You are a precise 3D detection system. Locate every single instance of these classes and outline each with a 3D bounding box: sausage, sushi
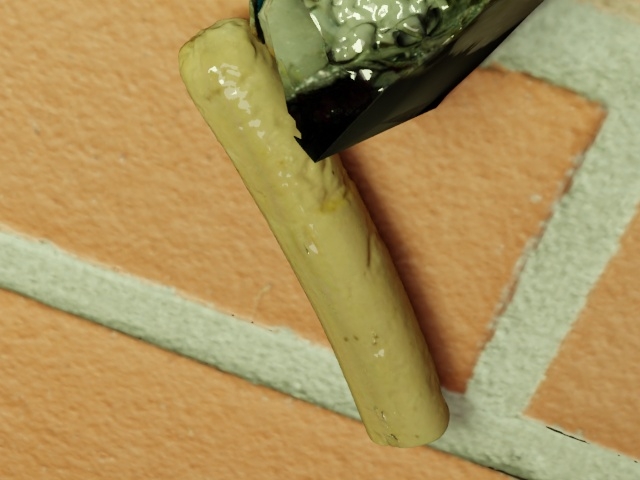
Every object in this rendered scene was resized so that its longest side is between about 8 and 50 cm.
[{"bbox_3d":[0.002,0.000,0.872,0.065,0.066,0.301,-17,119,20],"label":"sausage"},{"bbox_3d":[0.077,-0.170,0.725,0.109,0.134,0.273,51,125,7],"label":"sushi"}]
